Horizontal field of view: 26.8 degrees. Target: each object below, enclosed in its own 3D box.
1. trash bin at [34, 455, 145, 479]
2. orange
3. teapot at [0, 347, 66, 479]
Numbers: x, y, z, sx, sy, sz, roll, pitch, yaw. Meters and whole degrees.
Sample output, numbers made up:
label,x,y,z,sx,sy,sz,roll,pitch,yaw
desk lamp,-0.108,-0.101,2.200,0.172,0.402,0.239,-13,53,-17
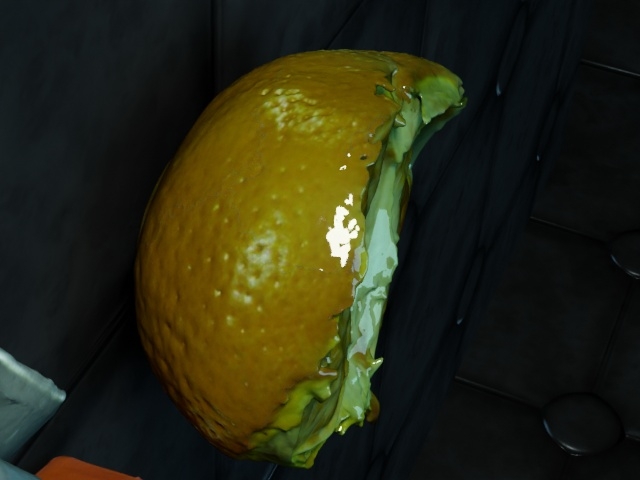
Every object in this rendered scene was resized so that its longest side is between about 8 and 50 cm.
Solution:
label,x,y,z,sx,sy,sz,roll,pitch,yaw
trash bin,-0.140,0.238,0.755,0.239,0.184,0.161,-53,157,-65
orange,-0.009,-0.005,0.901,0.334,0.196,0.263,-34,155,-60
teapot,-0.175,0.122,0.415,0.171,0.203,0.225,39,69,-46
